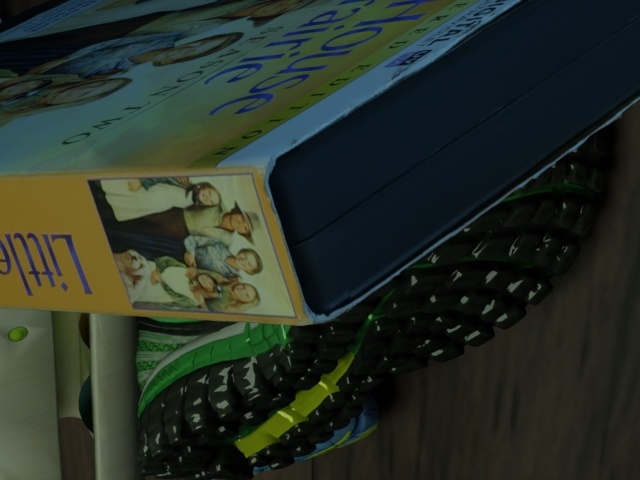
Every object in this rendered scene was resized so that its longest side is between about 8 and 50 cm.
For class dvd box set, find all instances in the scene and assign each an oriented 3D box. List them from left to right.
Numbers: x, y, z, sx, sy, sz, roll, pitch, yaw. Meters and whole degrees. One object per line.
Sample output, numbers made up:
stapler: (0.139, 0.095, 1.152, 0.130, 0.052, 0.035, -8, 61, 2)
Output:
dvd box set: (-0.061, -0.063, 0.739, 0.420, 0.307, 0.062, 1, 117, 46)

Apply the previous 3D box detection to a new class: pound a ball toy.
pound a ball toy: (-0.184, 0.019, 1.094, 0.208, 0.135, 0.319, 54, 150, 42)

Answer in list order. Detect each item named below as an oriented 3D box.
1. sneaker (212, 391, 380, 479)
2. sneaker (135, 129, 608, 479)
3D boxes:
sneaker: (-0.031, 0.101, 1.039, 0.188, 0.067, 0.078, -28, 76, 53)
sneaker: (0.000, 0.000, 0.867, 0.343, 0.134, 0.146, -36, 58, 39)
